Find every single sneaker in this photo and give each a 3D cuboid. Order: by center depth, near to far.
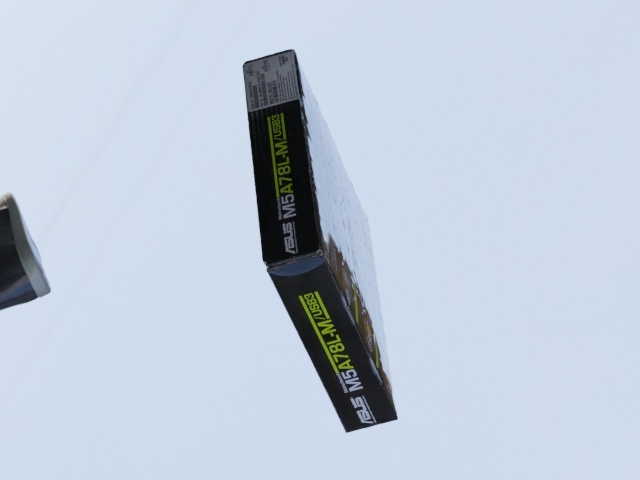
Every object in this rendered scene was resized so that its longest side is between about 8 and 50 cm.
[{"bbox_3d":[-0.366,0.018,1.969,0.118,0.083,0.222,-23,-158,-7],"label":"sneaker"}]

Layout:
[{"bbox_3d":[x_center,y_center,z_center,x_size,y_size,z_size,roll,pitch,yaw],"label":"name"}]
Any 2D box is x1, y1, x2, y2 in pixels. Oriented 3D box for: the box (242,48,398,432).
[{"bbox_3d":[0.000,0.000,1.222,0.045,0.184,0.190,-14,-132,7],"label":"box"}]
